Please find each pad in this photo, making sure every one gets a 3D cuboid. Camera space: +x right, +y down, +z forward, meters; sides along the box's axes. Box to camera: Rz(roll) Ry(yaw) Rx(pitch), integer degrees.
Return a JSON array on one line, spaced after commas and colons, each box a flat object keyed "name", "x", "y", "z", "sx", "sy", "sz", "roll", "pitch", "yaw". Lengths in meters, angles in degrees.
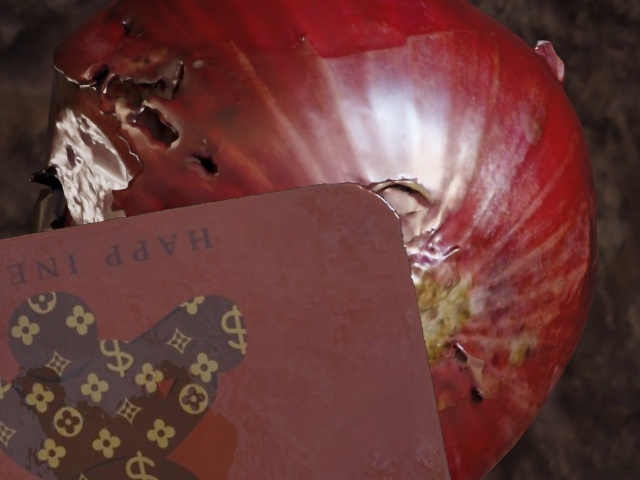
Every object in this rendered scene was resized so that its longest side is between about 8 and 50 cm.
[{"name": "pad", "x": -0.085, "y": 0.081, "z": 0.789, "sx": 0.267, "sy": 0.004, "sz": 0.181, "roll": -11, "pitch": -84, "yaw": 4}]

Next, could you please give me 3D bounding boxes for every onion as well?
[{"name": "onion", "x": 0.002, "y": -0.002, "z": 1.042, "sx": 0.341, "sy": 0.341, "sz": 0.341, "roll": 15, "pitch": -38, "yaw": 12}]
